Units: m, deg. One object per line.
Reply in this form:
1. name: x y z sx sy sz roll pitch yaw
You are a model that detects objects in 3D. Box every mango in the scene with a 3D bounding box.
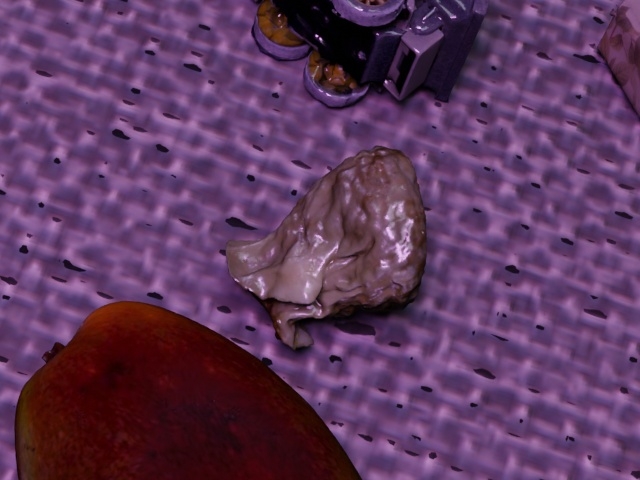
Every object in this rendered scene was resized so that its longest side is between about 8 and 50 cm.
1. mango: -0.035 0.142 0.725 0.133 0.111 0.268 -5 67 -26

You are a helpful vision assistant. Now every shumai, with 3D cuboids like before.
1. shumai: 0.000 0.000 0.832 0.080 0.082 0.083 -1 41 -10

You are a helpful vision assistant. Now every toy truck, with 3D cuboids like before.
1. toy truck: -0.003 -0.146 0.904 0.092 0.083 0.192 -37 75 -26

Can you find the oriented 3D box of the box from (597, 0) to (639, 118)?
1. box: 0.178 -0.071 0.918 0.062 0.045 0.098 -20 66 -21
